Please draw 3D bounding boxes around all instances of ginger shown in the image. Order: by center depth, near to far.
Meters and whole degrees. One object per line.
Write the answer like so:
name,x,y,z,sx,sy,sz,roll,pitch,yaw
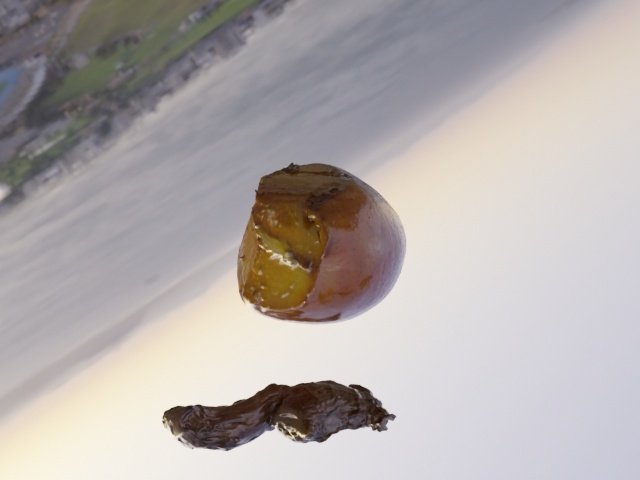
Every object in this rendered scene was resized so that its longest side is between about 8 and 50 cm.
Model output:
ginger,-0.055,0.226,1.354,0.290,0.084,0.122,-3,-154,-18

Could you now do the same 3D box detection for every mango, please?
mango,0.000,0.000,1.310,0.201,0.199,0.350,-27,-179,15
